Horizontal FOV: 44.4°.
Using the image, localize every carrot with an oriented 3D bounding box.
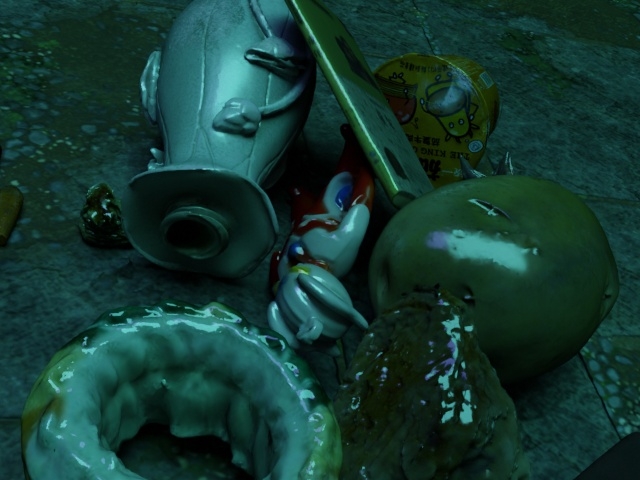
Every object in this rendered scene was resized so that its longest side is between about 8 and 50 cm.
[{"bbox_3d":[-0.389,-0.033,0.969,0.032,0.032,0.093,6,42,-12],"label":"carrot"}]

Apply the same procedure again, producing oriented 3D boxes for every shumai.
[{"bbox_3d":[-0.264,-0.039,0.978,0.083,0.080,0.082,34,40,24],"label":"shumai"},{"bbox_3d":[0.111,0.185,0.782,0.185,0.184,0.218,33,53,-40],"label":"shumai"}]

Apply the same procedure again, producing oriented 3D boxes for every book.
[{"bbox_3d":[0.058,-0.184,1.048,0.352,0.035,0.239,64,17,15],"label":"book"}]

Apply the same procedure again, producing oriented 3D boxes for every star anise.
[{"bbox_3d":[0.260,-0.045,1.147,0.205,0.061,0.180,-16,89,-34],"label":"star anise"}]

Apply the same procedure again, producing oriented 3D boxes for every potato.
[{"bbox_3d":[0.214,0.041,0.933,0.326,0.221,0.243,-12,37,-35],"label":"potato"}]

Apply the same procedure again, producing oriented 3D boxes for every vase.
[{"bbox_3d":[-0.126,-0.160,1.052,0.250,0.250,0.445,12,45,-5],"label":"vase"}]

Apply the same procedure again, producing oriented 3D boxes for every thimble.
[{"bbox_3d":[-0.113,0.192,0.682,0.288,0.167,0.254,31,42,20],"label":"thimble"}]

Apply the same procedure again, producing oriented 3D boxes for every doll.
[{"bbox_3d":[0.000,0.000,0.943,0.099,0.188,0.384,32,28,-18],"label":"doll"}]

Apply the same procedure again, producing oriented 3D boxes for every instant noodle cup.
[{"bbox_3d":[0.182,-0.199,1.239,0.216,0.215,0.172,28,31,15],"label":"instant noodle cup"}]

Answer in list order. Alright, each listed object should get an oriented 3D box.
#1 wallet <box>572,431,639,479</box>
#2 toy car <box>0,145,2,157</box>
[{"bbox_3d":[0.294,0.310,0.753,0.229,0.049,0.182,-20,70,-35],"label":"wallet"},{"bbox_3d":[-0.479,-0.100,0.984,0.080,0.070,0.170,19,38,2],"label":"toy car"}]
